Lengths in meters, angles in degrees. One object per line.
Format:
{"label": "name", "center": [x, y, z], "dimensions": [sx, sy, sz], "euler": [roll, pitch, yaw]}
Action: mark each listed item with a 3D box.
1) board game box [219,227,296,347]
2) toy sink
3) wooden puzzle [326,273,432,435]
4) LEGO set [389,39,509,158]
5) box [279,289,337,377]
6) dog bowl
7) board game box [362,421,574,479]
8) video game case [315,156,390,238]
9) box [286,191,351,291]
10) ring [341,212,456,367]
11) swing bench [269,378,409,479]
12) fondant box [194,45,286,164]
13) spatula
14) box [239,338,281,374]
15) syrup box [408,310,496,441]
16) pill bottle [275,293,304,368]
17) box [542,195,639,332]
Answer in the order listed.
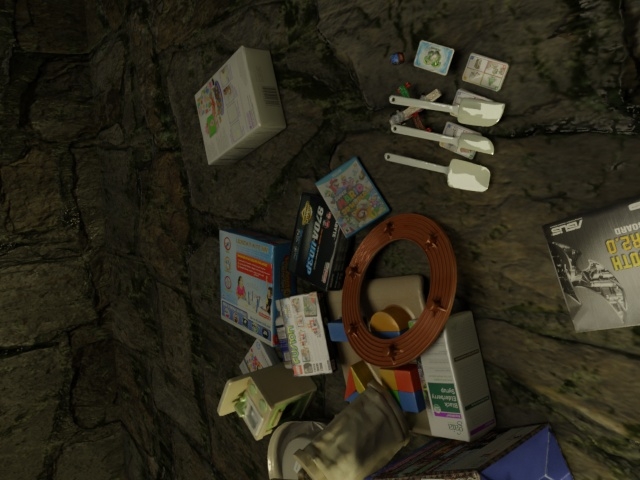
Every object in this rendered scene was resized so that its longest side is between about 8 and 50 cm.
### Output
{"label": "board game box", "center": [-0.197, 0.131, 1.564], "dimensions": [0.308, 0.086, 0.301], "euler": [15, 107, 49]}
{"label": "toy sink", "center": [-0.149, 0.457, 1.445], "dimensions": [0.131, 0.234, 0.152], "euler": [47, 129, 36]}
{"label": "wooden puzzle", "center": [0.132, 0.265, 1.190], "dimensions": [0.322, 0.081, 0.347], "euler": [-12, 87, 51]}
{"label": "LEGO set", "center": [0.234, -0.289, 1.011], "dimensions": [0.244, 0.060, 0.182], "euler": [30, 120, 31]}
{"label": "box", "center": [-0.032, 0.239, 1.305], "dimensions": [0.114, 0.036, 0.206], "euler": [-13, 84, 24]}
{"label": "dog bowl", "center": [0.002, 0.646, 1.379], "dimensions": [0.349, 0.102, 0.348], "euler": [6, 99, 45]}
{"label": "board game box", "center": [0.269, 0.456, 0.935], "dimensions": [0.291, 0.232, 0.141], "euler": [-36, 69, 48]}
{"label": "video game case", "center": [0.074, -0.102, 1.198], "dimensions": [0.119, 0.015, 0.166], "euler": [-33, 66, 10]}
{"label": "box", "center": [0.000, 0.000, 1.304], "dimensions": [0.175, 0.051, 0.220], "euler": [22, 104, 47]}
{"label": "ring", "center": [0.146, 0.099, 1.084], "dimensions": [0.337, 0.032, 0.336], "euler": [-30, 51, 46]}
{"label": "swing bench", "center": [0.051, 0.480, 1.119], "dimensions": [0.165, 0.253, 0.254], "euler": [46, 142, 16]}
{"label": "fondant box", "center": [-0.251, -0.391, 1.534], "dimensions": [0.330, 0.096, 0.238], "euler": [-19, 81, 50]}
{"label": "spatula", "center": [0.227, -0.198, 0.999], "dimensions": [0.242, 0.019, 0.168], "euler": [20, 119, 36]}
{"label": "box", "center": [-0.189, 0.415, 1.642], "dimensions": [0.145, 0.038, 0.186], "euler": [57, 134, 27]}
{"label": "syrup box", "center": [0.262, 0.266, 1.018], "dimensions": [0.093, 0.096, 0.236], "euler": [-17, 82, 52]}
{"label": "pill bottle", "center": [-0.063, 0.247, 1.400], "dimensions": [0.112, 0.112, 0.186], "euler": [-21, 80, 50]}
{"label": "box", "center": [0.470, 0.029, 0.754], "dimensions": [0.231, 0.056, 0.183], "euler": [-23, 78, 50]}
